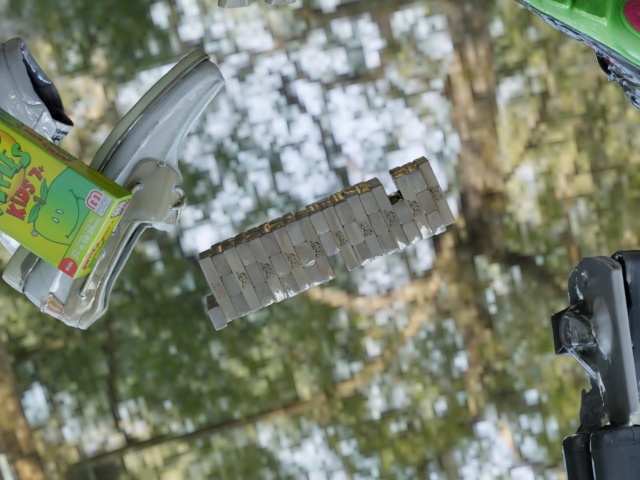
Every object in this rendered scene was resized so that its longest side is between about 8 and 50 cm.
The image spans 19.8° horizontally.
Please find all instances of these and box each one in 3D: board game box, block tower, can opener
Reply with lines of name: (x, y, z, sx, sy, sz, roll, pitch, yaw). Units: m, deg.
board game box: (-0.280, -0.052, 1.743, 0.181, 0.092, 0.043, 33, -165, 8)
block tower: (0.000, 0.000, 2.347, 0.335, 0.097, 0.091, -25, -171, 0)
can opener: (0.216, 0.146, 1.225, 0.095, 0.283, 0.076, -5, 173, -20)

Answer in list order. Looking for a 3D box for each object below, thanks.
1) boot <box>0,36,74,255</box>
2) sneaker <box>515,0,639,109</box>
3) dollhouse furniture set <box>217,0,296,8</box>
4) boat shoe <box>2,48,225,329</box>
boot: (-0.330, -0.097, 2.051, 0.123, 0.258, 0.095, -20, -158, 9)
sneaker: (0.369, -0.260, 2.242, 0.185, 0.202, 0.483, -41, -113, -19)
dollhouse furniture set: (-0.153, -0.303, 1.589, 0.212, 0.161, 0.242, 18, -162, 27)
boat shoe: (-0.182, -0.049, 1.824, 0.302, 0.103, 0.113, -52, 176, 4)
